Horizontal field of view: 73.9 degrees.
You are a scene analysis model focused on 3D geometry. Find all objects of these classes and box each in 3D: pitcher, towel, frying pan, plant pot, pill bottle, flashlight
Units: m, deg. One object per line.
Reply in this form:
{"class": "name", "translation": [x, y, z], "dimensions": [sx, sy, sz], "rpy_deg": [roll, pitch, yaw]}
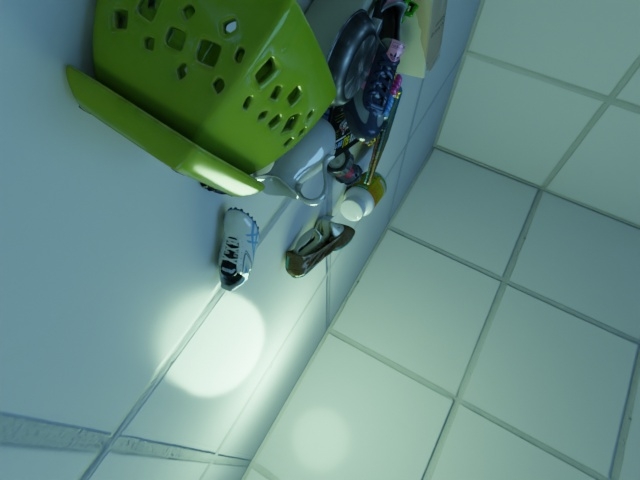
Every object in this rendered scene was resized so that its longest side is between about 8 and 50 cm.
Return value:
{"class": "pitcher", "translation": [-0.029, -0.185, 1.003], "dimensions": [0.207, 0.178, 0.125], "rpy_deg": [-58, 159, -17]}
{"class": "towel", "translation": [0.252, -0.430, 1.711], "dimensions": [0.271, 0.040, 0.370], "rpy_deg": [101, 10, -46]}
{"class": "frying pan", "translation": [0.092, -0.402, 0.889], "dimensions": [0.326, 0.053, 0.197], "rpy_deg": [-53, 166, -29]}
{"class": "plant pot", "translation": [-0.142, -0.190, 0.528], "dimensions": [0.207, 0.228, 0.227], "rpy_deg": [-57, 166, 4]}
{"class": "pill bottle", "translation": [0.182, -0.188, 1.824], "dimensions": [0.245, 0.137, 0.136], "rpy_deg": [-50, 160, -44]}
{"class": "flashlight", "translation": [0.086, -0.251, 1.452], "dimensions": [0.103, 0.103, 0.304], "rpy_deg": [-68, 164, 6]}

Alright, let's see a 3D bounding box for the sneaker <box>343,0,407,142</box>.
{"class": "sneaker", "translation": [0.128, -0.390, 0.968], "dimensions": [0.112, 0.131, 0.318], "rpy_deg": [2, 90, -35]}

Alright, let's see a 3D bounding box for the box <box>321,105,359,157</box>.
{"class": "box", "translation": [0.067, -0.378, 1.183], "dimensions": [0.322, 0.080, 0.256], "rpy_deg": [-45, 155, -49]}

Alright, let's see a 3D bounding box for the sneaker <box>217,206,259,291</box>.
{"class": "sneaker", "translation": [-0.193, 0.027, 0.974], "dimensions": [0.086, 0.085, 0.237], "rpy_deg": [-71, 176, -47]}

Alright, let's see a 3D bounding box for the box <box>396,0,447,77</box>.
{"class": "box", "translation": [0.315, -0.698, 1.350], "dimensions": [0.147, 0.121, 0.311], "rpy_deg": [-54, 155, -26]}

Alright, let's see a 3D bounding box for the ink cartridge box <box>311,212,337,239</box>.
{"class": "ink cartridge box", "translation": [0.008, -0.036, 1.699], "dimensions": [0.179, 0.045, 0.145], "rpy_deg": [-53, 164, -67]}

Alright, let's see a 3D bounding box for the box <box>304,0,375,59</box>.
{"class": "box", "translation": [0.005, -0.402, 0.886], "dimensions": [0.274, 0.113, 0.094], "rpy_deg": [-60, 166, -9]}

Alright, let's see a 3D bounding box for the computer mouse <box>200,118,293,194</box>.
{"class": "computer mouse", "translation": [-0.128, -0.174, 0.860], "dimensions": [0.262, 0.060, 0.183], "rpy_deg": [-23, 138, -57]}

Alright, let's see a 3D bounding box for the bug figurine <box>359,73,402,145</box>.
{"class": "bug figurine", "translation": [0.201, -0.443, 1.421], "dimensions": [0.279, 0.072, 0.216], "rpy_deg": [138, -25, -76]}

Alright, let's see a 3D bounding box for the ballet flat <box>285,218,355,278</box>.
{"class": "ballet flat", "translation": [0.000, 0.000, 1.524], "dimensions": [0.343, 0.116, 0.124], "rpy_deg": [-35, 126, -32]}

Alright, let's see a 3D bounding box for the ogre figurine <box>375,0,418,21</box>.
{"class": "ogre figurine", "translation": [0.211, -0.650, 1.209], "dimensions": [0.118, 0.097, 0.197], "rpy_deg": [-47, 150, -16]}
